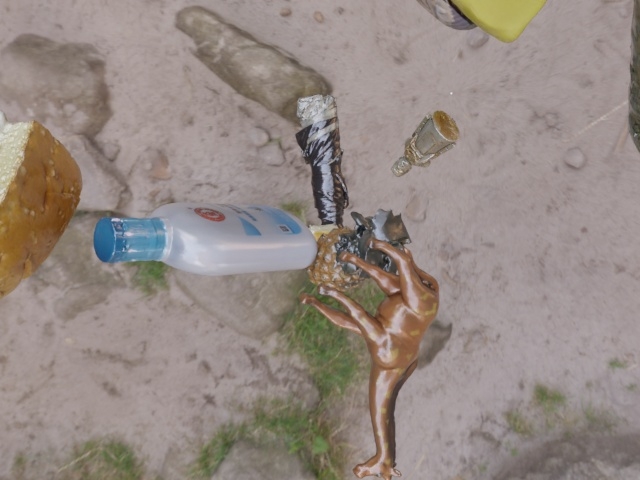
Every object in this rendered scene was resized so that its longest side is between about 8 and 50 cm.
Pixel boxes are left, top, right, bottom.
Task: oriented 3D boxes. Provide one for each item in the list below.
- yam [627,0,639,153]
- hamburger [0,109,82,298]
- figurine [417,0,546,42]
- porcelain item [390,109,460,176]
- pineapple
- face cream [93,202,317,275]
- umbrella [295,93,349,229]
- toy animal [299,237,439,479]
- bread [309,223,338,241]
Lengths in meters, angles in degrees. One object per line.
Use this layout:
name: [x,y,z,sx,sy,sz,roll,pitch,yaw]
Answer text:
yam: [0.259,-0.126,0.486,0.078,0.179,0.078,-12,56,19]
hamburger: [-0.343,-0.019,0.745,0.135,0.208,0.155,-16,141,19]
figurine: [0.299,-0.612,1.323,0.361,0.266,0.378,-43,47,6]
porcelain item: [0.206,-0.190,1.426,0.084,0.054,0.213,56,149,4]
pineapple: [0.061,0.018,1.047,0.111,0.237,0.119,-16,83,-25]
face cream: [-0.166,-0.004,1.002,0.163,0.336,0.080,35,114,39]
umbrella: [0.007,-0.180,1.660,0.113,0.106,0.358,-7,88,-10]
toy animal: [0.065,0.137,0.770,0.224,0.066,0.230,-45,103,-2]
bread: [0.000,0.000,1.473,0.070,0.035,0.083,-6,135,-21]
